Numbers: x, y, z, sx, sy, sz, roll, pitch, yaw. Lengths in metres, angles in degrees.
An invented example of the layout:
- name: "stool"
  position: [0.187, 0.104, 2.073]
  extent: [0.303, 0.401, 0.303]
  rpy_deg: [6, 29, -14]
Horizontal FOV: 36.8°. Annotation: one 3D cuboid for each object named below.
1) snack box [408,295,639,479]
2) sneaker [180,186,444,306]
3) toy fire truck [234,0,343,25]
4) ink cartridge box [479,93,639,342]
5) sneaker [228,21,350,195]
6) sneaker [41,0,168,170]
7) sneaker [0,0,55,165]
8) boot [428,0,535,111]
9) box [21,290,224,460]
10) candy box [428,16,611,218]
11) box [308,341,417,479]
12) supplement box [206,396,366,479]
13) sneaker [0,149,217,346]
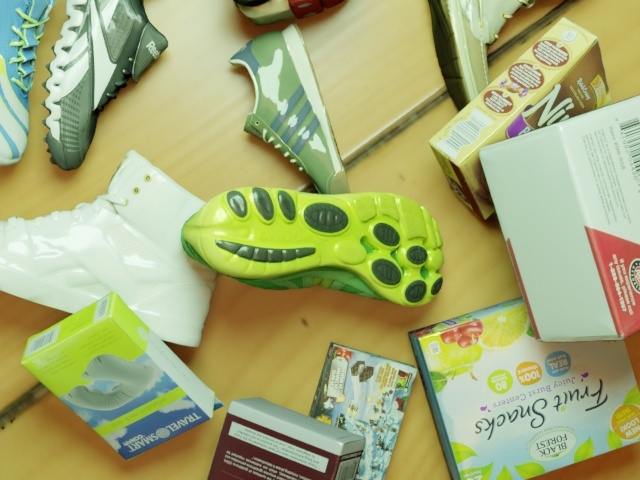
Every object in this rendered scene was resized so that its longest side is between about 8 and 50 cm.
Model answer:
- name: "snack box"
  position: [0.216, 0.149, 1.002]
  extent: [0.207, 0.070, 0.175]
  rpy_deg: [-16, 91, -5]
- name: "sneaker"
  position: [0.000, 0.000, 0.942]
  extent: [0.295, 0.123, 0.110]
  rpy_deg: [12, 84, -33]
- name: "toy fire truck"
  position: [0.013, -0.341, 0.940]
  extent: [0.246, 0.158, 0.217]
  rpy_deg: [-13, 93, 5]
- name: "ink cartridge box"
  position: [0.311, -0.039, 0.934]
  extent: [0.272, 0.114, 0.197]
  rpy_deg: [-19, 94, -31]
- name: "sneaker"
  position: [-0.034, -0.116, 0.974]
  extent: [0.086, 0.064, 0.192]
  rpy_deg: [-18, 93, 2]
- name: "sneaker"
  position: [-0.206, -0.180, 0.942]
  extent: [0.106, 0.078, 0.235]
  rpy_deg: [10, 89, -4]
- name: "sneaker"
  position: [-0.301, -0.196, 0.902]
  extent: [0.126, 0.091, 0.240]
  rpy_deg: [-13, 93, 31]
- name: "boot"
  position: [0.197, -0.239, 0.987]
  extent: [0.165, 0.077, 0.213]
  rpy_deg: [-12, 93, -8]
- name: "box"
  position: [-0.185, 0.139, 0.922]
  extent: [0.109, 0.042, 0.178]
  rpy_deg: [-28, 122, 16]
- name: "candy box"
  position: [0.205, -0.121, 0.971]
  extent: [0.186, 0.109, 0.053]
  rpy_deg: [-44, 54, -3]
- name: "box"
  position: [0.036, 0.184, 1.005]
  extent: [0.093, 0.027, 0.137]
  rpy_deg: [17, 90, -7]
- name: "supplement box"
  position: [-0.054, 0.291, 0.953]
  extent: [0.130, 0.073, 0.240]
  rpy_deg: [17, 90, 23]
- name: "sneaker"
  position: [-0.233, -0.016, 0.937]
  extent: [0.292, 0.108, 0.169]
  rpy_deg: [18, 88, -16]
